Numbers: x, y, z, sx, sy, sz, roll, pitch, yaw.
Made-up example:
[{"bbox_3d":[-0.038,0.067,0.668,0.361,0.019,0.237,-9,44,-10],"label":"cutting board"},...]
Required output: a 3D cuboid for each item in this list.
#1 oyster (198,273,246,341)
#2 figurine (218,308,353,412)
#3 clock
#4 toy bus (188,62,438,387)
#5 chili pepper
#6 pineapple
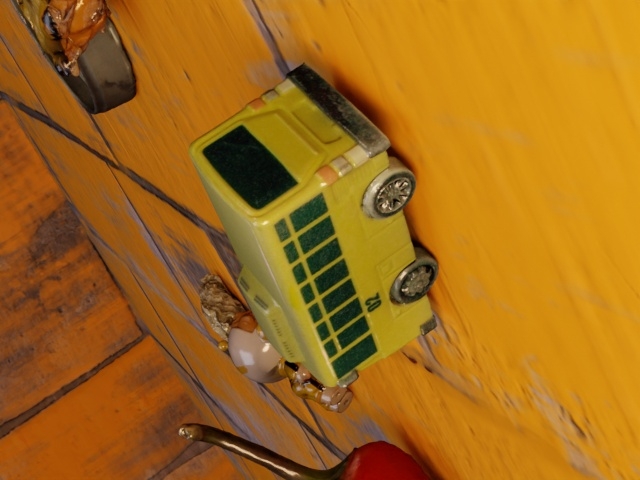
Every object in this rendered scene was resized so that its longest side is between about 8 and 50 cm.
[{"bbox_3d":[-0.094,0.090,1.385,0.100,0.037,0.098,40,-166,-27],"label":"oyster"},{"bbox_3d":[-0.030,0.118,1.146,0.143,0.068,0.101,36,170,11],"label":"figurine"},{"bbox_3d":[-0.258,-0.224,1.165,0.226,0.049,0.226,52,167,17],"label":"clock"},{"bbox_3d":[0.000,0.000,0.668,0.088,0.101,0.175,46,165,37],"label":"toy bus"},{"bbox_3d":[0.052,0.238,0.980,0.338,0.131,0.134,49,-170,13],"label":"chili pepper"},{"bbox_3d":[-0.228,-0.238,0.964,0.225,0.076,0.225,53,164,23],"label":"pineapple"}]
